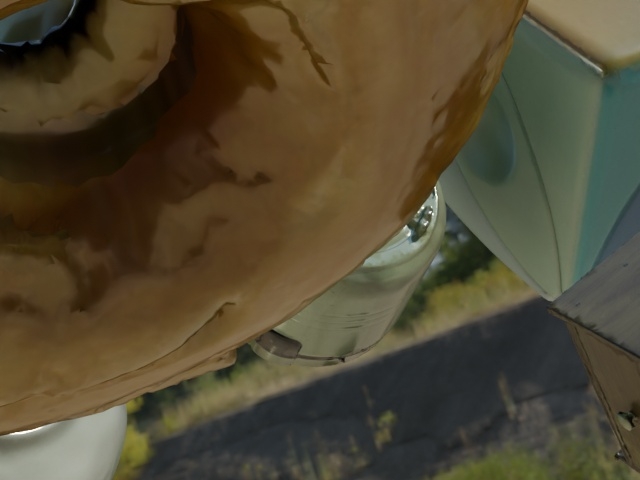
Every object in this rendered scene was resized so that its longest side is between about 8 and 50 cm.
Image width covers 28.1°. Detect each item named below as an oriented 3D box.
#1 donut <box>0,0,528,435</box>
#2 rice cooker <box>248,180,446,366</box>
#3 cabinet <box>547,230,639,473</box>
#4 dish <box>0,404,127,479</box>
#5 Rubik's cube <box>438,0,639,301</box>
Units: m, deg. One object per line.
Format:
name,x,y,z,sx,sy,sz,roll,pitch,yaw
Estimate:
donut,-0.116,-0.088,0.503,0.449,0.198,0.449,-18,-37,-14
rice cooker,0.000,0.000,1.298,0.226,0.226,0.244,-15,-27,-21
cabinet,0.302,0.107,0.925,0.148,0.175,0.215,-36,30,-13
dish,-0.243,0.111,0.869,0.256,0.256,0.117,-10,-34,-45
Rubik's cube,0.328,-0.177,1.472,0.352,0.347,0.351,-23,-45,-21
